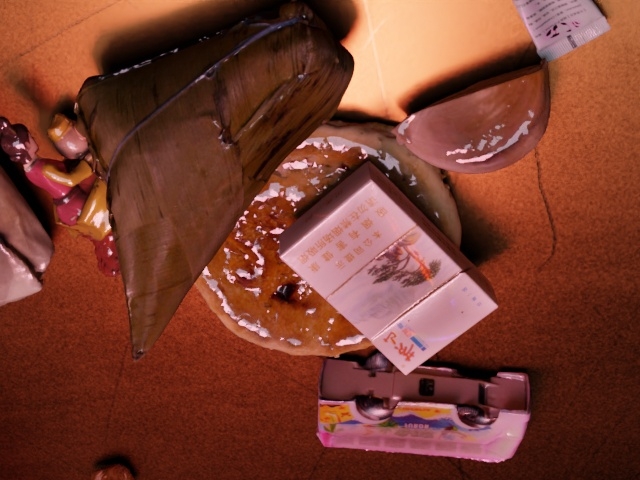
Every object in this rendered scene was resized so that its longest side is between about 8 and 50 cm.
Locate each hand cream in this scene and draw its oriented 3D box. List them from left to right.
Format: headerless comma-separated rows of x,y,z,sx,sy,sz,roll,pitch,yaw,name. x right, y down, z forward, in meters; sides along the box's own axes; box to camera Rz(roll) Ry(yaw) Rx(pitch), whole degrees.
0.199,-0.334,1.571,0.085,0.058,0.331,-28,115,20,hand cream

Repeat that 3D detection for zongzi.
-0.101,-0.070,1.600,0.323,0.360,0.160,-23,145,20,zongzi

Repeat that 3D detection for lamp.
-0.287,-0.072,1.760,0.118,0.118,0.253,-28,111,21,lamp

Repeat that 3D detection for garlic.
0.189,-0.130,1.687,0.195,0.087,0.101,-20,104,21,garlic

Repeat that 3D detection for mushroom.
-0.288,0.386,2.075,0.060,0.061,0.187,-16,132,-18,mushroom

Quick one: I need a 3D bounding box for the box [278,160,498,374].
0.081,0.036,1.740,0.149,0.067,0.233,-39,113,19,box

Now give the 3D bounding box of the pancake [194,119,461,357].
0.000,-0.001,1.793,0.356,0.065,0.356,1,119,1,pancake

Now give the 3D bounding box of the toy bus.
0.133,0.219,1.899,0.274,0.090,0.112,5,128,3,toy bus

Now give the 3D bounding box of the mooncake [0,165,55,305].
-0.482,-0.021,1.794,0.254,0.136,0.250,-21,119,12,mooncake
